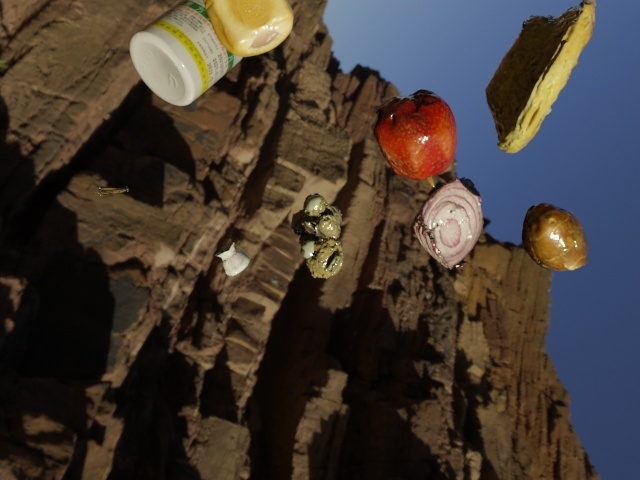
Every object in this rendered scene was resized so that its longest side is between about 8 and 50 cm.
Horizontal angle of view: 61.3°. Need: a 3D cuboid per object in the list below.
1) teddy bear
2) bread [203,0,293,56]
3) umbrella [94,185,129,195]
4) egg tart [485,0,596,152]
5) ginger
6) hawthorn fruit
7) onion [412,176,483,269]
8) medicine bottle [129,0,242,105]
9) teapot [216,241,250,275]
[{"bbox_3d":[0.000,0.000,1.757,0.267,0.156,0.255,143,-52,-67],"label":"teddy bear"},{"bbox_3d":[-0.165,-0.479,0.963,0.142,0.305,0.091,-27,-178,-10],"label":"bread"},{"bbox_3d":[-0.517,-0.123,1.341,0.031,0.083,0.020,31,-60,48],"label":"umbrella"},{"bbox_3d":[0.570,-0.453,1.461,0.443,0.178,0.443,-57,169,-17],"label":"egg tart"},{"bbox_3d":[0.685,0.014,1.568,0.165,0.321,0.172,-27,-124,20],"label":"ginger"},{"bbox_3d":[0.183,-0.206,1.066,0.179,0.174,0.173,90,10,-48],"label":"hawthorn fruit"},{"bbox_3d":[0.447,-0.075,1.911,0.280,0.314,0.146,-47,-149,-19],"label":"onion"},{"bbox_3d":[-0.312,-0.534,1.431,0.339,0.208,0.208,-52,-162,-29],"label":"medicine bottle"},{"bbox_3d":[-0.208,0.041,1.255,0.064,0.064,0.083,-43,-159,-21],"label":"teapot"}]
